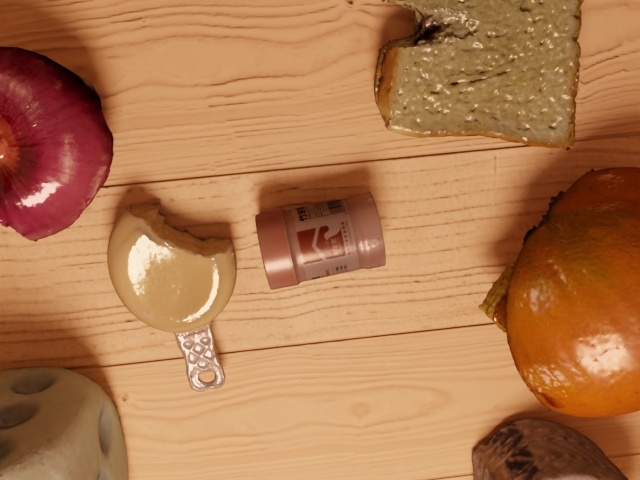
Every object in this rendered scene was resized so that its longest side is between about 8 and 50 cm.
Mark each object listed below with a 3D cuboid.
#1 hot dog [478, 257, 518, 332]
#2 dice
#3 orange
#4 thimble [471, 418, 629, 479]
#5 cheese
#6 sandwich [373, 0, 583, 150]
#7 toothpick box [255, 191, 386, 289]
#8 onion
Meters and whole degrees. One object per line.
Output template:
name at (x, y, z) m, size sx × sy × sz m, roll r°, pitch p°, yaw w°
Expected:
hot dog at (0.316, 0.066, 0.841) m, size 0.261 × 0.093 × 0.123 m, roll 0°, pitch 98°, yaw -20°
dice at (-0.397, 0.328, 0.768) m, size 0.264 × 0.268 × 0.263 m, roll -5°, pitch 106°, yaw -2°
orange at (0.366, 0.064, 0.762) m, size 0.310 × 0.274 × 0.274 m, roll -37°, pitch 106°, yaw 13°
thimble at (0.338, 0.389, 0.903) m, size 0.217 × 0.157 × 0.245 m, roll -43°, pitch 106°, yaw 5°
cheese at (-0.195, 0.081, 0.814) m, size 0.163 × 0.071 × 0.249 m, roll 7°, pitch 106°, yaw -7°
sandwich at (0.189, -0.253, 0.736) m, size 0.248 × 0.095 × 0.274 m, roll 3°, pitch 107°, yaw -2°
toothpick box at (0.000, 0.000, 0.791) m, size 0.148 × 0.098 × 0.099 m, roll -12°, pitch 107°, yaw -2°
onion at (-0.332, -0.119, 0.699) m, size 0.207 × 0.200 × 0.201 m, roll 36°, pitch 102°, yaw 19°
